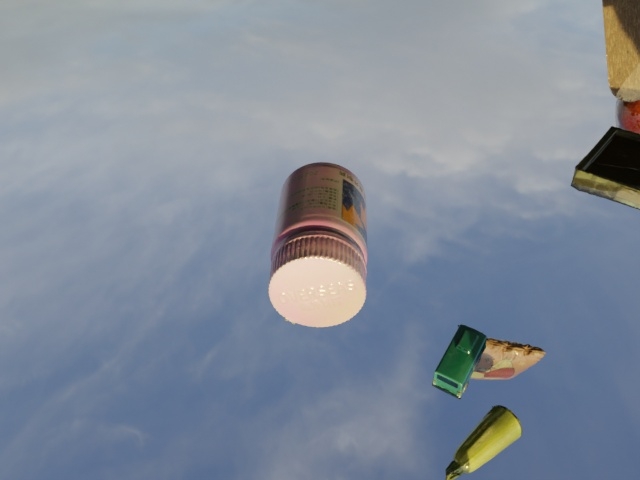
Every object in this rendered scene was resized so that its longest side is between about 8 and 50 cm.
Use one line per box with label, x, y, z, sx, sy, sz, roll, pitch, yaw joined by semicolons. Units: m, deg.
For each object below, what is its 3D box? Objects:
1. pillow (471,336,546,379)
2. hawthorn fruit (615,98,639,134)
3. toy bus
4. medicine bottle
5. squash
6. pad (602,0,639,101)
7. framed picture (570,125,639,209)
pillow;0.477;0.332;1.636;0.236;0.223;0.084;10;-125;-8
hawthorn fruit;0.643;-0.259;1.146;0.162;0.163;0.203;-4;-168;7
toy bus;0.333;0.280;1.386;0.079;0.092;0.160;24;-123;24
medicine bottle;0.000;0.000;1.091;0.178;0.178;0.291;-4;-142;6
squash;0.372;0.492;1.383;0.224;0.094;0.094;-32;-141;-24
pad;0.432;-0.314;0.712;0.176;0.266;0.002;-13;-160;6
framed picture;0.399;-0.051;0.578;0.259;0.023;0.189;23;-144;25
